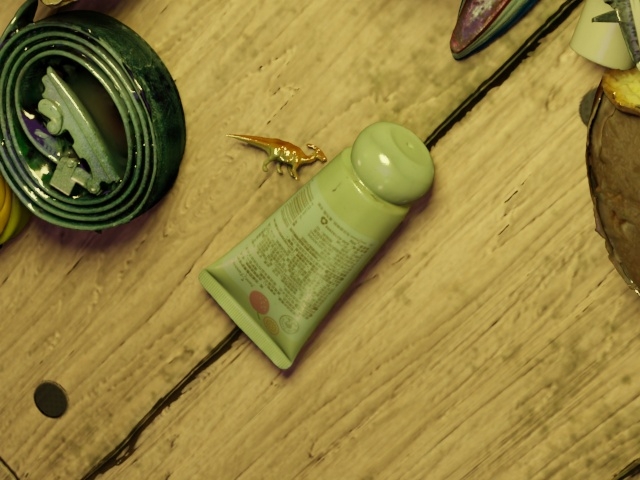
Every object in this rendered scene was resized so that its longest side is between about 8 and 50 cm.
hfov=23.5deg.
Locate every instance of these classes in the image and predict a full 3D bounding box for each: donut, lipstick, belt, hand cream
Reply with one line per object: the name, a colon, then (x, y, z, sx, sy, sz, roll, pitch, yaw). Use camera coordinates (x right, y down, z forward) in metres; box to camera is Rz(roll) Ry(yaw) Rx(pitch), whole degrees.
donut: (0.402, -0.010, 1.411, 0.345, 0.136, 0.259, 29, 139, 40)
lipstick: (0.312, -0.289, 1.445, 0.070, 0.070, 0.254, 25, 113, 13)
belt: (-0.262, -0.143, 1.693, 0.206, 0.116, 0.267, -16, 102, 22)
hand cream: (0.000, 0.000, 1.647, 0.147, 0.093, 0.306, 47, 118, 5)

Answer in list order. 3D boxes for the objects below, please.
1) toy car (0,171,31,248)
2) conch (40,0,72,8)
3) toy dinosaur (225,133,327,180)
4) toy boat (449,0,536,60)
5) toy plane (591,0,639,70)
toy car: (-0.463, -0.067, 1.778, 0.248, 0.142, 0.200, 2, 108, 23)
conch: (-0.248, -0.326, 1.600, 0.178, 0.245, 0.163, -5, 140, 4)
toy dinosaur: (-0.049, -0.091, 1.672, 0.113, 0.026, 0.041, 10, 103, 9)
toy boat: (0.189, -0.269, 1.517, 0.080, 0.046, 0.229, 39, 114, 9)
toy plane: (0.257, -0.269, 1.391, 0.082, 0.160, 0.234, 2, 86, -8)
